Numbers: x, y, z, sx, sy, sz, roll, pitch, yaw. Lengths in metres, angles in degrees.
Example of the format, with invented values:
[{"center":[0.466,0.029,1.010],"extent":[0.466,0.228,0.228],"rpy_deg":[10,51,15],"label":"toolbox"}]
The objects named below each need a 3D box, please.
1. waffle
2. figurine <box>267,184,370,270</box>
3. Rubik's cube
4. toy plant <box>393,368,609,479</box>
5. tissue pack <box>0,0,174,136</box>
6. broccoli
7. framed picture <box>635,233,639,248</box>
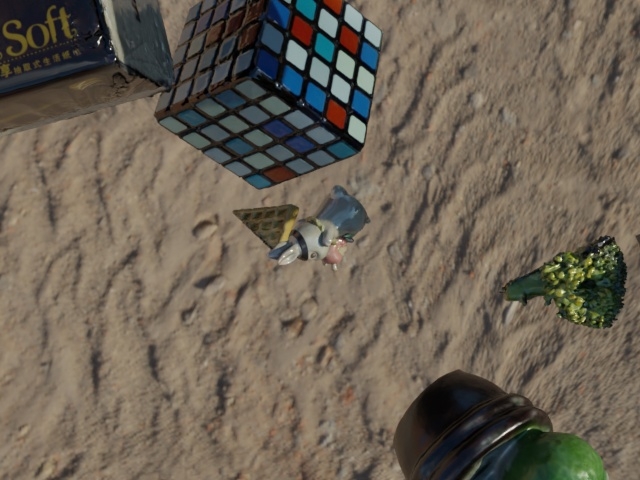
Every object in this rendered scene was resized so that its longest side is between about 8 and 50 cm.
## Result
[{"center":[-0.107,-0.015,1.350],"extent":[0.152,0.023,0.098],"rpy_deg":[-2,59,40],"label":"waffle"},{"center":[0.006,0.003,1.146],"extent":[0.146,0.081,0.098],"rpy_deg":[-48,109,-12],"label":"figurine"},{"center":[-0.056,-0.195,0.956],"extent":[0.187,0.184,0.182],"rpy_deg":[-14,54,43],"label":"Rubik's cube"},{"center":[0.188,0.267,0.858],"extent":[0.235,0.175,0.218],"rpy_deg":[46,119,39],"label":"toy plant"},{"center":[-0.341,-0.200,0.779],"extent":[0.369,0.198,0.210],"rpy_deg":[-15,86,8],"label":"tissue pack"},{"center":[0.545,0.124,1.725],"extent":[0.272,0.242,0.180],"rpy_deg":[-28,70,12],"label":"broccoli"},{"center":[0.745,0.178,1.687],"extent":[0.022,0.247,0.335],"rpy_deg":[-21,109,18],"label":"framed picture"}]
